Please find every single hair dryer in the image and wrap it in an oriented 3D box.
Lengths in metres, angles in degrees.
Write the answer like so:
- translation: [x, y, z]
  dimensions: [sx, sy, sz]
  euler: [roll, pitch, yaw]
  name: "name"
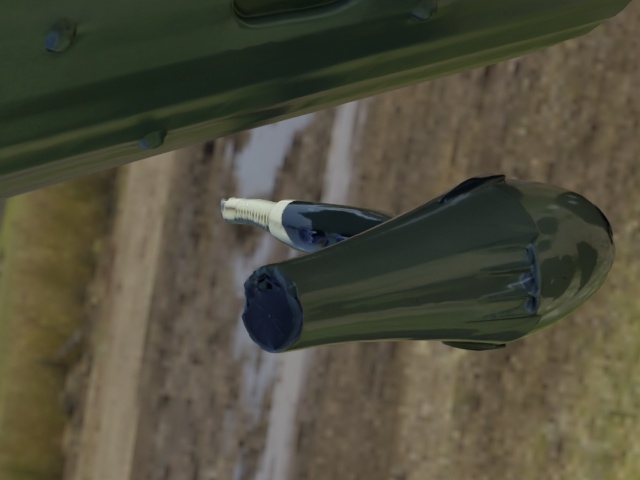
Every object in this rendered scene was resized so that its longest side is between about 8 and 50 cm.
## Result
- translation: [-0.005, 0.004, 0.717]
  dimensions: [0.167, 0.199, 0.067]
  euler: [-14, -72, -55]
  name: "hair dryer"

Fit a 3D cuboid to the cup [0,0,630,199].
- translation: [-0.071, -0.202, 0.633]
  dimensions: [0.310, 0.392, 0.401]
  euler: [56, 142, 29]
  name: "cup"
